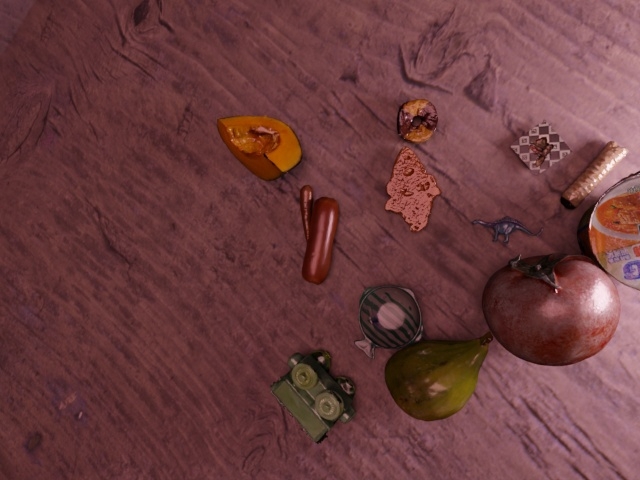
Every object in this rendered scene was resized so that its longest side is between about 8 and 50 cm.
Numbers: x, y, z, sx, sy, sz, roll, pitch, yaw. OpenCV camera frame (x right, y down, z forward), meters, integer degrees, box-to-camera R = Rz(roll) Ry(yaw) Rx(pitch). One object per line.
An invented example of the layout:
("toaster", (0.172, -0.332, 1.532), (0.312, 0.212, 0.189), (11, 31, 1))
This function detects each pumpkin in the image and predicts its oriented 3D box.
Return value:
("pumpkin", (-0.197, -0.332, 1.445), (0.312, 0.148, 0.169), (40, 60, 7))

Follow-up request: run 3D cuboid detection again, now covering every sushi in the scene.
("sushi", (0.652, -0.272, 1.222), (0.120, 0.026, 0.126), (-36, 74, 15))

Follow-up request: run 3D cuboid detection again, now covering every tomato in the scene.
("tomato", (0.589, 0.170, 1.075), (0.317, 0.316, 0.282), (-17, 99, 15))

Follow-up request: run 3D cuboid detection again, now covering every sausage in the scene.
("sausage", (0.000, 0.000, 1.373), (0.089, 0.083, 0.300), (8, 89, 22))

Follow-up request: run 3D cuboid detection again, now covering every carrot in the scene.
("carrot", (-0.046, -0.083, 1.415), (0.048, 0.048, 0.216), (-1, 92, 17))

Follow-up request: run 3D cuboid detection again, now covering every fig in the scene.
("fig", (0.324, 0.377, 1.152), (0.233, 0.233, 0.314), (52, 142, 13))

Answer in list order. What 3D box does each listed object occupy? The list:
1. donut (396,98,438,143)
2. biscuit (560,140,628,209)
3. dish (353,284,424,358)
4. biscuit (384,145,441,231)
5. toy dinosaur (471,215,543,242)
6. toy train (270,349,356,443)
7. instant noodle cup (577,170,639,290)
("donut", (0.307, -0.377, 1.311), (0.141, 0.059, 0.140), (-1, 86, 17))
("biscuit", (0.770, -0.185, 1.166), (0.219, 0.055, 0.061), (-49, 65, 9))
("dish", (0.213, 0.251, 1.297), (0.224, 0.078, 0.246), (39, 97, 18))
("biscuit", (0.288, -0.163, 1.317), (0.183, 0.043, 0.280), (-10, 80, 12))
("toy dinosaur", (0.553, -0.032, 1.229), (0.198, 0.045, 0.080), (9, 87, 26))
("toy train", (-0.017, 0.490, 1.323), (0.272, 0.159, 0.188), (44, 109, 14))
("instant noodle cup", (0.818, -0.015, 1.061), (0.297, 0.214, 0.296), (-1, 87, 17))
